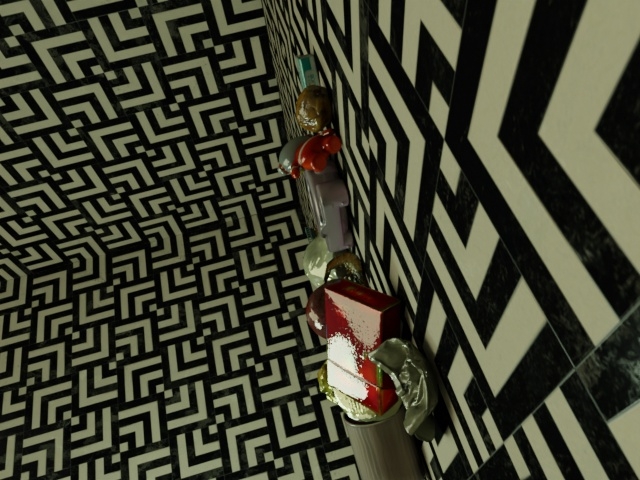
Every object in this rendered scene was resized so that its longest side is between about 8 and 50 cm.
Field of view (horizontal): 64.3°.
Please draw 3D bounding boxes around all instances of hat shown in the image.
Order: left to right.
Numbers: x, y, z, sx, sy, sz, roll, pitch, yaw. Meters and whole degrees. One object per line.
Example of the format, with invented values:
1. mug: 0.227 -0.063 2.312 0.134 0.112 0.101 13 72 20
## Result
1. hat: 0.227 0.330 1.169 0.244 0.149 0.214 25 -153 -46

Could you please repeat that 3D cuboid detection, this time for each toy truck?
1. toy truck: 0.000 0.000 2.561 0.080 0.115 0.178 83 169 -61

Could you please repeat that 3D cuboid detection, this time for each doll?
1. doll: -0.050 -0.272 1.631 0.105 0.200 0.336 42 168 -25

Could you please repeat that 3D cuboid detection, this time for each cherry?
1. cherry: 0.070 0.257 1.855 0.206 0.239 0.239 48 161 33

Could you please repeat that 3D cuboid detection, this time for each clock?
1. clock: 0.022 -0.152 1.787 0.296 0.113 0.322 79 175 -48

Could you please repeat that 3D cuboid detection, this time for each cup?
1. cup: 0.195 0.649 1.654 0.288 0.208 0.274 176 77 -76

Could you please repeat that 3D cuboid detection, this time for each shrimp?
1. shrimp: 0.086 0.141 1.752 0.035 0.147 0.195 61 -171 -70

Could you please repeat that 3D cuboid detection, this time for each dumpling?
1. dumpling: 0.019 0.070 2.054 0.243 0.187 0.318 85 166 -62

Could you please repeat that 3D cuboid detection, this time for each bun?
1. bun: 0.154 0.408 1.525 0.152 0.259 0.260 6 -119 -49

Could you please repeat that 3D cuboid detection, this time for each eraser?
1. eraser: -0.030 -0.487 1.660 0.095 0.052 0.225 -120 16 -64

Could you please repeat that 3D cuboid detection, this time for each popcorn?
1. popcorn: 0.130 0.589 2.088 0.286 0.215 0.252 23 153 32

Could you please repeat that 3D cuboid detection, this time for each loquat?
1. loquat: -0.018 -0.395 1.519 0.137 0.112 0.138 10 -90 -89

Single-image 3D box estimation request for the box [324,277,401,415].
1. box: 0.110 0.279 1.348 0.197 0.089 0.314 18 120 41
